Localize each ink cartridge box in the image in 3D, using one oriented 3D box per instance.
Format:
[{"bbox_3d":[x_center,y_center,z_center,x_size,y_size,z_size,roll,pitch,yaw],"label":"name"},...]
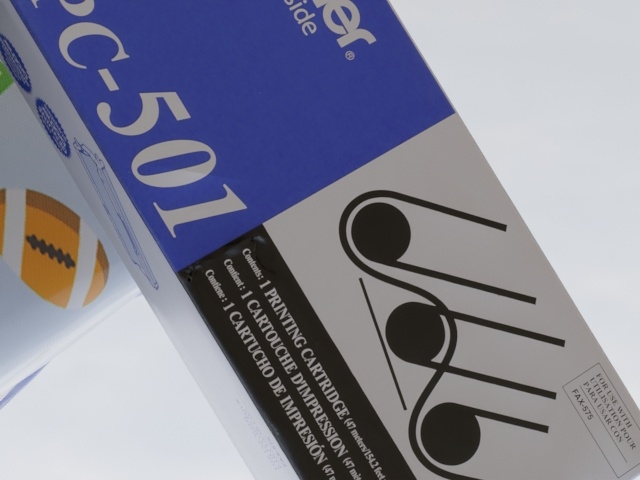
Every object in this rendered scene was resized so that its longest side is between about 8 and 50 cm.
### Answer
[{"bbox_3d":[0.000,0.000,0.515,0.097,0.207,0.046,-30,177,-19],"label":"ink cartridge box"}]

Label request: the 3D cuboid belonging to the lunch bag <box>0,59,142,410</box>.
[{"bbox_3d":[-0.283,-0.056,0.588,0.239,0.385,0.328,-37,180,32],"label":"lunch bag"}]
